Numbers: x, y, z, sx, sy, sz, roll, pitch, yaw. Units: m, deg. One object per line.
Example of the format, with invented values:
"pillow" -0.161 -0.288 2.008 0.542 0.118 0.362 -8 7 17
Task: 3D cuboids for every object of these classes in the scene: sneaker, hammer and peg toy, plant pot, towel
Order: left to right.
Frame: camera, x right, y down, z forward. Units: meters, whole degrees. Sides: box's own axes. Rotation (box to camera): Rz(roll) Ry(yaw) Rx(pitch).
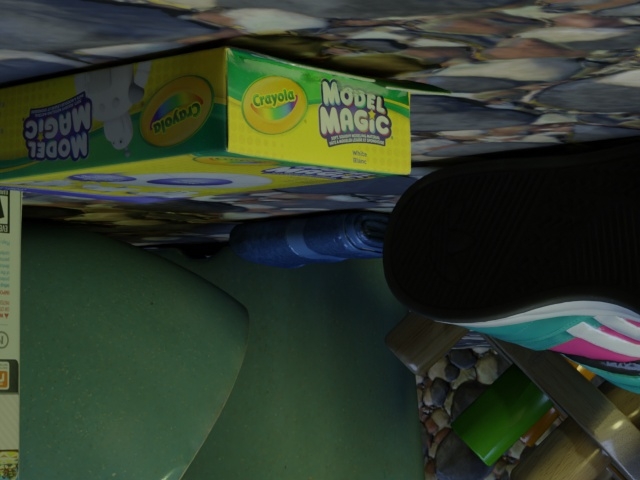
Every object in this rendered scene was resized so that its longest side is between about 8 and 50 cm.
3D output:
"plant pot" -0.213 0.097 1.244 0.195 0.290 0.290 40 161 -15
"plant pot" -0.055 0.178 1.523 0.341 0.334 0.341 0 174 0
"towel" 0.000 0.000 1.256 0.119 0.029 0.067 -5 172 42
"hammer and peg toy" 0.205 0.153 1.157 0.266 0.127 0.361 46 180 -33
"sneaker" 0.198 0.020 0.959 0.295 0.124 0.178 4 174 41

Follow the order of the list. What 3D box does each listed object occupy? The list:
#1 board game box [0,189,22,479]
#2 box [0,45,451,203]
"board game box" -0.255 0.104 0.884 0.224 0.303 0.097 6 172 -45
"box" -0.046 -0.043 0.739 0.179 0.043 0.105 -8 172 43
